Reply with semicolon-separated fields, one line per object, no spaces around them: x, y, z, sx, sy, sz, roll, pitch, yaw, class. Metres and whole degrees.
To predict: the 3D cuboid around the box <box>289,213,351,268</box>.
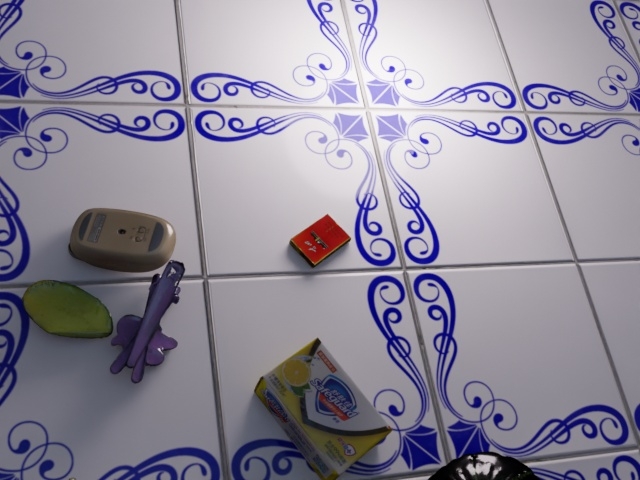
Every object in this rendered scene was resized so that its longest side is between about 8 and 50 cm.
0.000;0.000;1.926;0.133;0.023;0.090;-35;73;-29;box

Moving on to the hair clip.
-0.363;0.179;1.693;0.137;0.090;0.278;28;65;-14;hair clip

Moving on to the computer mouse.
-0.445;0.001;1.760;0.236;0.082;0.145;7;58;1;computer mouse

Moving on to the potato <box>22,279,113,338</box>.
-0.539;0.158;1.669;0.197;0.054;0.119;16;58;-12;potato

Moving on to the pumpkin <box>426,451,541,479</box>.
0.341;0.588;1.590;0.295;0.296;0.296;7;60;-12;pumpkin

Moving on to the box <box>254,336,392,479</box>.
0.003;0.365;1.678;0.168;0.097;0.265;-31;73;-28;box

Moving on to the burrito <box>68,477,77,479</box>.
-0.454;0.545;1.479;0.058;0.045;0.188;-23;72;-18;burrito
